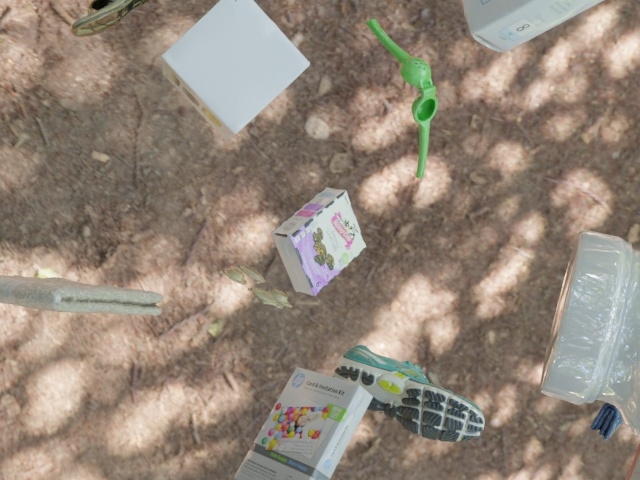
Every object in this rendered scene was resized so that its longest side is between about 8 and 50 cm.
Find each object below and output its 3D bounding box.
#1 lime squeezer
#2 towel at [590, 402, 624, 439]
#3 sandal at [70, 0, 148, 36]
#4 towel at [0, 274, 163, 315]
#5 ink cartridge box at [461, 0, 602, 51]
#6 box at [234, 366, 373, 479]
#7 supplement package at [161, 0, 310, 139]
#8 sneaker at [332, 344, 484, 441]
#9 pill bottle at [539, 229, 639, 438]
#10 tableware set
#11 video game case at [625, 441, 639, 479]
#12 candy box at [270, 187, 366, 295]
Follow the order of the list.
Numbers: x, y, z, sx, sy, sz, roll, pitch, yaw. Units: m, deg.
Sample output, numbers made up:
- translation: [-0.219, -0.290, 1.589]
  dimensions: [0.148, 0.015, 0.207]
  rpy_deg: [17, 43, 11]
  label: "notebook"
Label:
- translation: [0.164, -0.262, 1.460]
  dimensions: [0.059, 0.110, 0.310]
  rpy_deg: [-30, 105, -46]
  label: "lime squeezer"
- translation: [0.444, 0.239, 1.159]
  dimensions: [0.119, 0.029, 0.067]
  rpy_deg: [-18, 136, -37]
  label: "towel"
- translation: [-0.328, -0.381, 1.271]
  dimensions: [0.180, 0.072, 0.049]
  rpy_deg: [-43, 96, -19]
  label: "sandal"
- translation: [-0.405, 0.088, 1.309]
  dimensions: [0.282, 0.187, 0.049]
  rpy_deg: [14, 81, -66]
  label: "towel"
- translation: [0.317, -0.444, 0.922]
  dimensions: [0.091, 0.385, 0.308]
  rpy_deg: [12, 62, -46]
  label: "ink cartridge box"
- translation: [-0.025, 0.278, 1.130]
  dimensions: [0.038, 0.145, 0.186]
  rpy_deg: [46, 66, -32]
  label: "box"
- translation: [-0.176, -0.340, 1.579]
  dimensions: [0.198, 0.263, 0.199]
  rpy_deg: [-44, 101, -4]
  label: "supplement package"
- translation: [0.159, 0.255, 1.392]
  dimensions: [0.110, 0.275, 0.107]
  rpy_deg: [-47, 157, -54]
  label: "sneaker"
- translation: [0.315, 0.086, 0.582]
  dimensions: [0.162, 0.278, 0.162]
  rpy_deg: [14, 90, -76]
  label: "pill bottle"
- translation: [-0.136, 0.098, 1.721]
  dimensions: [0.020, 0.169, 0.141]
  rpy_deg: [-59, 156, 10]
  label: "tableware set"
- translation: [0.381, 0.303, 0.796]
  dimensions: [0.025, 0.204, 0.285]
  rpy_deg: [37, 72, -27]
  label: "video game case"
- translation: [0.000, 0.000, 1.822]
  dimensions: [0.196, 0.070, 0.165]
  rpy_deg: [-42, 125, -32]
  label: "candy box"
